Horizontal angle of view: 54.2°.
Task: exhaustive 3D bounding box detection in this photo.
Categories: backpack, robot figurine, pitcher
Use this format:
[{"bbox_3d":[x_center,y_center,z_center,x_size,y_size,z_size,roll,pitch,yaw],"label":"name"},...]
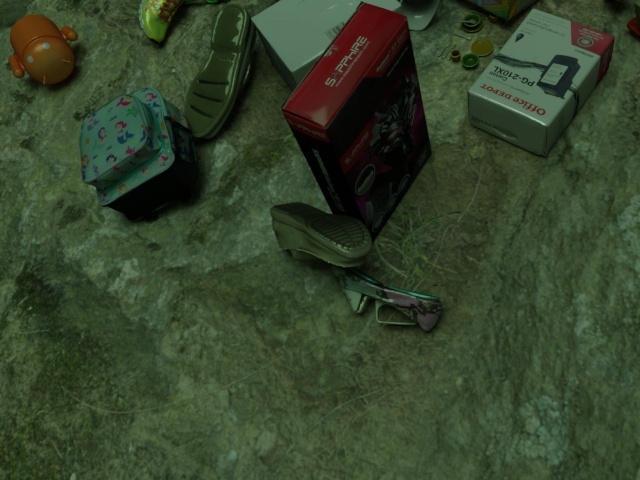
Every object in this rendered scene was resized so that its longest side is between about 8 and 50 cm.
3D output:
[{"bbox_3d":[-0.388,-0.199,1.323,0.225,0.191,0.254,-27,54,17],"label":"backpack"},{"bbox_3d":[-0.703,-0.485,1.586,0.158,0.128,0.219,-14,52,-36],"label":"robot figurine"},{"bbox_3d":[0.225,-0.594,1.360,0.125,0.178,0.207,13,64,-21],"label":"pitcher"}]

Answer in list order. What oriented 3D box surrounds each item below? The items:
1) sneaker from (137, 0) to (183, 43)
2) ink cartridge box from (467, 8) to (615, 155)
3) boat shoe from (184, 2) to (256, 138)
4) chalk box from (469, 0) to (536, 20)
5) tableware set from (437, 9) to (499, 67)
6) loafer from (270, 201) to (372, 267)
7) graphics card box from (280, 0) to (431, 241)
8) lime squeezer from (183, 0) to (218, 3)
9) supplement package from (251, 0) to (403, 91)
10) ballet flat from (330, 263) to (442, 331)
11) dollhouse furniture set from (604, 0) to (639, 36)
[{"bbox_3d":[-0.387,-0.592,1.555,0.094,0.081,0.209,1,78,30],"label":"sneaker"},{"bbox_3d":[0.418,-0.305,1.199,0.172,0.100,0.237,32,76,27],"label":"ink cartridge box"},{"bbox_3d":[-0.210,-0.365,1.403,0.113,0.103,0.303,22,92,19],"label":"boat shoe"},{"bbox_3d":[0.364,-0.590,1.329,0.132,0.132,0.213,-37,59,-18],"label":"chalk box"},{"bbox_3d":[0.328,-0.435,1.334,0.104,0.024,0.154,32,76,26],"label":"tableware set"},{"bbox_3d":[0.000,0.000,1.134,0.101,0.092,0.268,-15,25,-28],"label":"loafer"},{"bbox_3d":[0.081,-0.183,1.078,0.094,0.371,0.233,27,73,26],"label":"graphics card box"},{"bbox_3d":[-0.262,-0.656,1.590,0.310,0.059,0.110,-27,61,2],"label":"lime squeezer"},{"bbox_3d":[0.024,-0.441,1.351,0.261,0.145,0.204,-32,60,-1],"label":"supplement package"},{"bbox_3d":[0.104,0.103,1.106,0.221,0.077,0.079,20,90,23],"label":"ballet flat"},{"bbox_3d":[0.726,-0.479,1.208,0.259,0.135,0.262,-37,60,8],"label":"dollhouse furniture set"}]
